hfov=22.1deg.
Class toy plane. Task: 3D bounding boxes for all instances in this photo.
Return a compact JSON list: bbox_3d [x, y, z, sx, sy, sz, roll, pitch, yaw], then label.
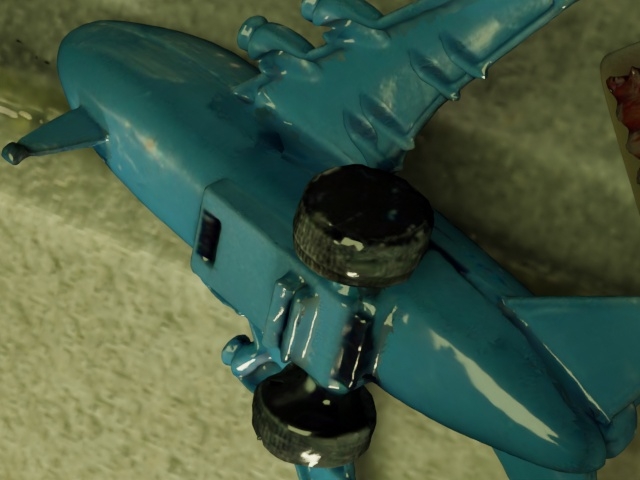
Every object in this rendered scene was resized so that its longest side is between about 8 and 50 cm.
[{"bbox_3d":[0.000,0.000,0.550,0.271,0.105,0.254,31,130,22],"label":"toy plane"}]

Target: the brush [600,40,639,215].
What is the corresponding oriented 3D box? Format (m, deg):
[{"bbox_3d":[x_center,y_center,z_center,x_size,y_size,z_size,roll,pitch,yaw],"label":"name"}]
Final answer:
[{"bbox_3d":[0.161,0.084,0.529,0.060,0.050,0.321,-18,89,20],"label":"brush"}]
